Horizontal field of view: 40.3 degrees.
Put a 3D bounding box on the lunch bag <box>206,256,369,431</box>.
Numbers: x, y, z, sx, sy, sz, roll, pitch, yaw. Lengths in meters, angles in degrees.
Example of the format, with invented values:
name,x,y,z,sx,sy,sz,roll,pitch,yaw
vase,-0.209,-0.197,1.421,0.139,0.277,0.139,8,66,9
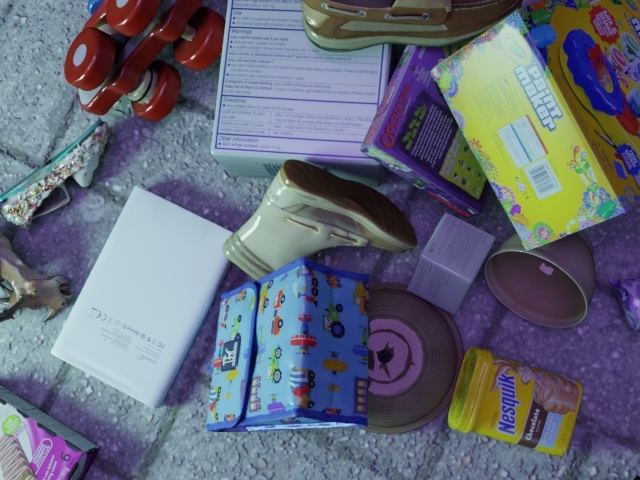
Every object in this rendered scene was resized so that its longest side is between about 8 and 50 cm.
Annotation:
name,x,y,z,sx,sy,sz,roll,pitch,yaw
lunch bag,-0.072,0.171,1.307,0.293,0.138,0.221,-18,63,46

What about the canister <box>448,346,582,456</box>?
name,x,y,z,sx,sy,sz,roll,pitch,yaw
canister,0.290,0.241,1.295,0.170,0.073,0.126,17,85,-5

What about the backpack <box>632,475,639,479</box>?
name,x,y,z,sx,sy,sz,roll,pitch,yaw
backpack,0.362,0.483,1.176,0.263,0.213,0.276,-27,57,17

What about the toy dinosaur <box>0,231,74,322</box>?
name,x,y,z,sx,sy,sz,roll,pitch,yaw
toy dinosaur,-0.575,0.046,1.442,0.295,0.127,0.200,9,123,27

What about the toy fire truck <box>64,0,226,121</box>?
name,x,y,z,sx,sy,sz,roll,pitch,yaw
toy fire truck,-0.302,-0.361,1.430,0.302,0.169,0.254,-41,49,27

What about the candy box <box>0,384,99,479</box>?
name,x,y,z,sx,sy,sz,roll,pitch,yaw
candy box,-0.499,0.346,1.403,0.233,0.071,0.159,28,87,11

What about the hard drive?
name,x,y,z,sx,sy,sz,roll,pitch,yaw
hard drive,-0.284,0.090,1.428,0.203,0.040,0.307,25,85,10

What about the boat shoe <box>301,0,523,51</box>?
name,x,y,z,sx,sy,sz,roll,pitch,yaw
boat shoe,0.128,-0.350,1.239,0.324,0.120,0.123,-10,66,5

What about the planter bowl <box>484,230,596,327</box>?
name,x,y,z,sx,sy,sz,roll,pitch,yaw
planter bowl,0.343,0.038,1.306,0.162,0.162,0.109,33,60,11

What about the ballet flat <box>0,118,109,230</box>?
name,x,y,z,sx,sy,sz,roll,pitch,yaw
ballet flat,-0.436,-0.106,1.469,0.241,0.091,0.077,-37,109,5

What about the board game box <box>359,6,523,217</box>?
name,x,y,z,sx,sy,sz,roll,pitch,yaw
board game box,0.215,-0.233,1.326,0.208,0.056,0.347,32,71,-22

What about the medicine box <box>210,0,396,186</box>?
name,x,y,z,sx,sy,sz,roll,pitch,yaw
medicine box,-0.017,-0.249,1.388,0.263,0.149,0.289,5,82,8

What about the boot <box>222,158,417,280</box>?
name,x,y,z,sx,sy,sz,roll,pitch,yaw
boot,0.000,0.000,1.369,0.203,0.262,0.095,-49,36,31

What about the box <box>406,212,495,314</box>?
name,x,y,z,sx,sy,sz,roll,pitch,yaw
box,0.198,0.035,1.325,0.087,0.101,0.102,28,56,11

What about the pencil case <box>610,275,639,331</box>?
name,x,y,z,sx,sy,sz,roll,pitch,yaw
pencil case,0.543,0.071,1.303,0.206,0.086,0.088,-15,52,4

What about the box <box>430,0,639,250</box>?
name,x,y,z,sx,sy,sz,roll,pitch,yaw
box,0.359,-0.186,1.226,0.279,0.177,0.290,-29,90,-38

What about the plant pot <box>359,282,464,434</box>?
name,x,y,z,sx,sy,sz,roll,pitch,yaw
plant pot,0.100,0.179,1.329,0.237,0.110,0.237,-1,82,8
